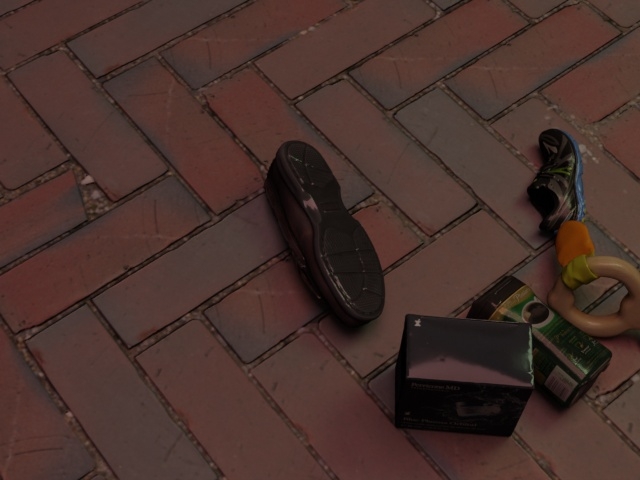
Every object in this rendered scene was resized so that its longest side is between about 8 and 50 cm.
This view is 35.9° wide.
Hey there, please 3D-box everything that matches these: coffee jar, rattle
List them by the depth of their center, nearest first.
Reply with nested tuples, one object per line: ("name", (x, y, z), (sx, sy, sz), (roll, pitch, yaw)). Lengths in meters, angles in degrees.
("coffee jar", (0.288, 0.130, 1.319), (0.184, 0.079, 0.096), (41, 50, 22))
("rattle", (0.416, 0.073, 1.374), (0.199, 0.130, 0.143), (20, 18, -3))

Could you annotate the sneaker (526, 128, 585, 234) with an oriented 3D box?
("sneaker", (0.347, -0.092, 1.475), (0.078, 0.067, 0.188), (5, 60, -6))

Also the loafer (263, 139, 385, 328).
("loafer", (0.000, 0.000, 1.407), (0.109, 0.095, 0.303), (0, 56, -39))

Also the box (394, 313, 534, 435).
("box", (0.176, 0.172, 1.245), (0.156, 0.158, 0.093), (4, 57, 1))
